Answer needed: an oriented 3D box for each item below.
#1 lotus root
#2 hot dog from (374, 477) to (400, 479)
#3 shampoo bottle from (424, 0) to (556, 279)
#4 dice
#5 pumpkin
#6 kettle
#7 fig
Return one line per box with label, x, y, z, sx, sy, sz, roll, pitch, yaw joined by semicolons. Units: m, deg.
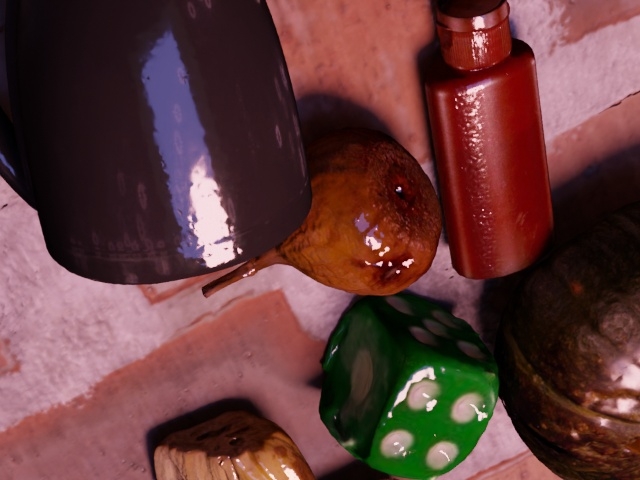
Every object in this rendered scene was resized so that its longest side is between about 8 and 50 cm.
lotus root;-0.069;0.213;1.641;0.159;0.095;0.135;-3;126;27
hot dog;-0.023;0.298;1.703;0.249;0.102;0.076;-23;90;-12
shampoo bottle;0.144;-0.093;1.547;0.102;0.064;0.260;-21;126;-14
dice;0.079;0.130;1.618;0.120;0.131;0.128;15;112;-30
pumpkin;0.310;0.097;1.652;0.320;0.192;0.320;-16;133;-17
kettle;-0.159;-0.136;1.323;0.268;0.207;0.290;-4;120;12
fig;0.000;0.000;1.525;0.201;0.134;0.146;-35;101;27
